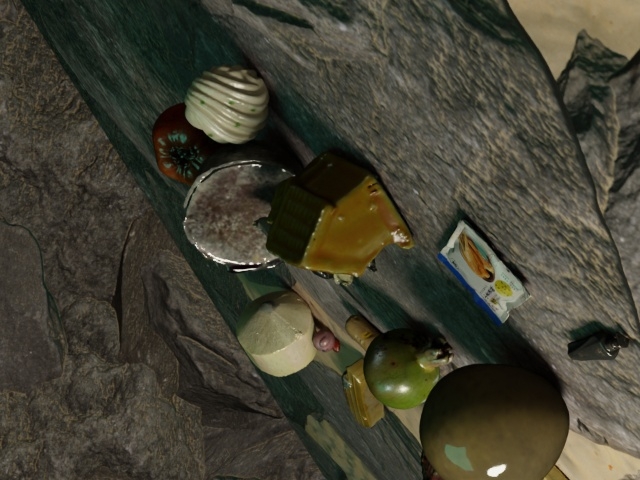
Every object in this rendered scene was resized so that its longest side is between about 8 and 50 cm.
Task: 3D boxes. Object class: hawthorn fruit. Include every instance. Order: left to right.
[{"bbox_3d":[-0.294,-0.256,1.987,0.207,0.243,0.207,7,120,12],"label":"hawthorn fruit"}]

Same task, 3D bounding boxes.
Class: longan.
[{"bbox_3d":[0.307,0.333,1.441,0.258,0.258,0.258,46,160,22],"label":"longan"}]

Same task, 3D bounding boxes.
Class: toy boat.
[{"bbox_3d":[0.117,0.445,2.363,0.115,0.089,0.310,41,159,40],"label":"toy boat"}]

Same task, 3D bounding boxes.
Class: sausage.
[{"bbox_3d":[0.169,0.287,2.001,0.301,0.066,0.066,41,158,36],"label":"sausage"}]

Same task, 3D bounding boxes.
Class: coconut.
[{"bbox_3d":[-0.129,0.272,2.432,0.239,0.239,0.244,39,162,36],"label":"coconut"}]

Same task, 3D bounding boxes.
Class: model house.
[{"bbox_3d":[0.000,-0.035,1.552,0.268,0.239,0.173,29,149,48],"label":"model house"}]

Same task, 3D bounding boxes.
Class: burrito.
[{"bbox_3d":[0.054,0.051,1.880,0.058,0.045,0.188,29,150,20],"label":"burrito"}]

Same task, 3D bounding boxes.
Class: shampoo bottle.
[{"bbox_3d":[0.420,0.162,1.224,0.048,0.027,0.137,50,161,2],"label":"shampoo bottle"}]

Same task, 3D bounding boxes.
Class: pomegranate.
[{"bbox_3d":[0.196,0.286,1.775,0.210,0.179,0.179,6,131,49],"label":"pomegranate"}]

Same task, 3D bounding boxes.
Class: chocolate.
[{"bbox_3d":[-0.162,-0.106,1.818,0.213,0.303,0.303,-99,-10,-52],"label":"chocolate"}]

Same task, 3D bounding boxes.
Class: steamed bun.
[{"bbox_3d":[-0.187,-0.276,1.669,0.106,0.183,0.183,-113,3,-47],"label":"steamed bun"}]

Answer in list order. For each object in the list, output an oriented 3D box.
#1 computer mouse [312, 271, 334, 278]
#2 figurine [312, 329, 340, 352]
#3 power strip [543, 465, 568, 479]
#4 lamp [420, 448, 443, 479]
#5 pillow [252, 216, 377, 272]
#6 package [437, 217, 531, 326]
[{"bbox_3d":[-0.003,0.038,1.966,0.106,0.062,0.192,46,162,26],"label":"computer mouse"},{"bbox_3d":[0.011,0.297,2.390,0.083,0.071,0.067,-6,78,60],"label":"figurine"},{"bbox_3d":[0.447,0.463,1.678,0.305,0.044,0.064,48,160,21],"label":"power strip"},{"bbox_3d":[0.323,0.530,1.812,0.247,0.247,0.247,46,160,22],"label":"lamp"},{"bbox_3d":[0.000,0.000,1.680,0.169,0.255,0.059,52,125,44],"label":"pillow"},{"bbox_3d":[0.277,0.058,1.384,0.171,0.027,0.173,49,158,15],"label":"package"}]
